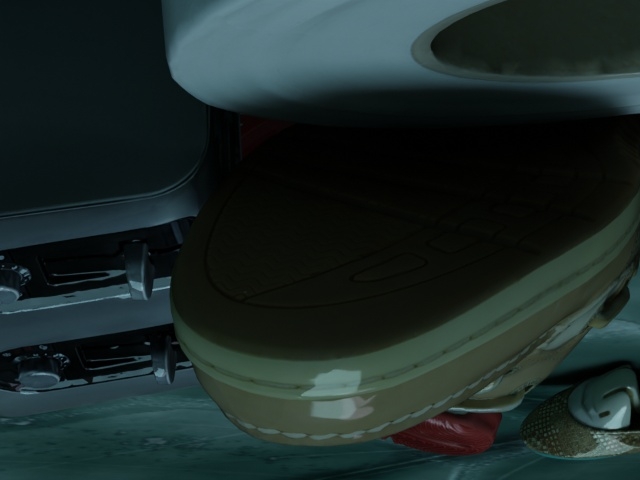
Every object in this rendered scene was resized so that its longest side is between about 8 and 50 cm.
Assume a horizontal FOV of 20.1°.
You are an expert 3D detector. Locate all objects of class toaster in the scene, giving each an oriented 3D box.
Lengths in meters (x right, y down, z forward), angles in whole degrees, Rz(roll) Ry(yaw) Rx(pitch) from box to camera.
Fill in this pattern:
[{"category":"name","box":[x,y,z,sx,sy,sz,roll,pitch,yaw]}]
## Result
[{"category":"toaster","box":[-0.087,-0.045,0.655,0.110,0.186,0.168,-4,153,0]}]

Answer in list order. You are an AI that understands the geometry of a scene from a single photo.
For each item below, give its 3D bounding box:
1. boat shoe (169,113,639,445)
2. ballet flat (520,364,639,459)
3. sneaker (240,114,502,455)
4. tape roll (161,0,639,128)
[{"category":"boat shoe","box":[0.059,0.010,0.648,0.121,0.110,0.341,15,-157,24]},{"category":"ballet flat","box":[0.247,0.117,1.326,0.206,0.073,0.067,-7,133,8]},{"category":"sneaker","box":[0.000,0.000,0.807,0.221,0.128,0.087,25,167,18]},{"category":"tape roll","box":[0.094,-0.106,0.491,0.286,0.100,0.286,-5,173,-1]}]
